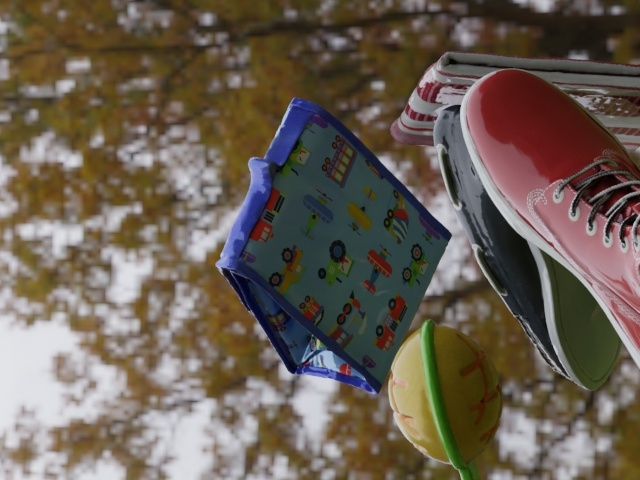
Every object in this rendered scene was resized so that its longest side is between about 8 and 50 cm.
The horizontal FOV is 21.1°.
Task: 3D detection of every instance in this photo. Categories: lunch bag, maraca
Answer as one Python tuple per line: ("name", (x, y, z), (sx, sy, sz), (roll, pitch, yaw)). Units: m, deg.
("lunch bag", (0.000, 0.000, 1.934), (0.293, 0.138, 0.221), (52, -123, -47))
("maraca", (0.118, 0.152, 1.556), (0.127, 0.099, 0.185), (-88, -19, -44))

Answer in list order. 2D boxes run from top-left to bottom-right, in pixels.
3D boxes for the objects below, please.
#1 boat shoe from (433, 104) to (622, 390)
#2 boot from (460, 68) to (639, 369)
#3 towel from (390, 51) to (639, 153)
("boat shoe", (0.185, 0.002, 1.500), (0.114, 0.091, 0.302), (-45, -53, -37))
("boot", (0.173, -0.026, 1.011), (0.244, 0.088, 0.176), (52, 173, 15))
("towel", (0.197, -0.123, 1.547), (0.329, 0.237, 0.037), (120, 152, -82))
